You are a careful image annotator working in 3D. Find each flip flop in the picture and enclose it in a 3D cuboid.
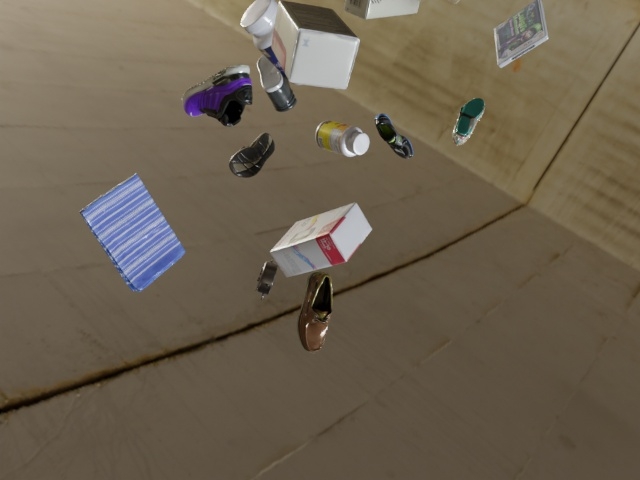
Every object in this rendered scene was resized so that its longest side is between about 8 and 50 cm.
[{"bbox_3d":[-0.266,-0.322,2.210,0.080,0.112,0.277,-6,-147,30],"label":"flip flop"}]

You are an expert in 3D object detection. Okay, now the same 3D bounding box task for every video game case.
[{"bbox_3d":[0.653,-0.680,1.916,0.022,0.173,0.190,30,-130,-32],"label":"video game case"}]

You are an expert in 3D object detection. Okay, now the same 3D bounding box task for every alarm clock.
[{"bbox_3d":[-0.212,0.132,2.334,0.064,0.129,0.192,20,-128,-5],"label":"alarm clock"}]

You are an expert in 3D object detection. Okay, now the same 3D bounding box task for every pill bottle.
[{"bbox_3d":[-0.115,-0.629,1.839,0.265,0.153,0.153,38,-168,-38],"label":"pill bottle"},{"bbox_3d":[0.086,-0.392,2.258,0.117,0.117,0.215,3,-164,-42],"label":"pill bottle"}]

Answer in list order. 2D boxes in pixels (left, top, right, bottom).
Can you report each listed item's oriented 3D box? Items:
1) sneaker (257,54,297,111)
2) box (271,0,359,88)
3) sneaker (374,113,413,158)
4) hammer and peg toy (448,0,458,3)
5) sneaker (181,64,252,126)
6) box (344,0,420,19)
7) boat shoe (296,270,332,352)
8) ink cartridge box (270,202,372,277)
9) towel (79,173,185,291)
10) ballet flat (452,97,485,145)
[{"bbox_3d":[-0.156,-0.580,2.138,0.146,0.105,0.295,62,-165,-44],"label":"sneaker"},{"bbox_3d":[-0.020,-0.473,1.406,0.149,0.126,0.232,3,-144,-19],"label":"box"},{"bbox_3d":[0.243,-0.342,1.975,0.188,0.067,0.078,46,-146,-24],"label":"sneaker"},{"bbox_3d":[0.337,-0.848,1.534,0.266,0.361,0.127,24,-142,-6],"label":"hammer and peg toy"},{"bbox_3d":[-0.307,-0.402,1.747,0.102,0.293,0.146,-16,-91,-47],"label":"sneaker"},{"bbox_3d":[0.217,-0.824,1.990,0.275,0.094,0.113,-25,-131,-39],"label":"box"},{"bbox_3d":[-0.015,0.265,2.138,0.111,0.307,0.104,2,-179,-22],"label":"boat shoe"},{"bbox_3d":[0.000,0.000,2.128,0.131,0.306,0.226,59,-138,-19],"label":"ink cartridge box"},{"bbox_3d":[-0.623,-0.023,1.976,0.040,0.335,0.243,0,-144,47],"label":"towel"},{"bbox_3d":[0.566,-0.460,2.269,0.091,0.077,0.241,29,-121,12],"label":"ballet flat"}]
